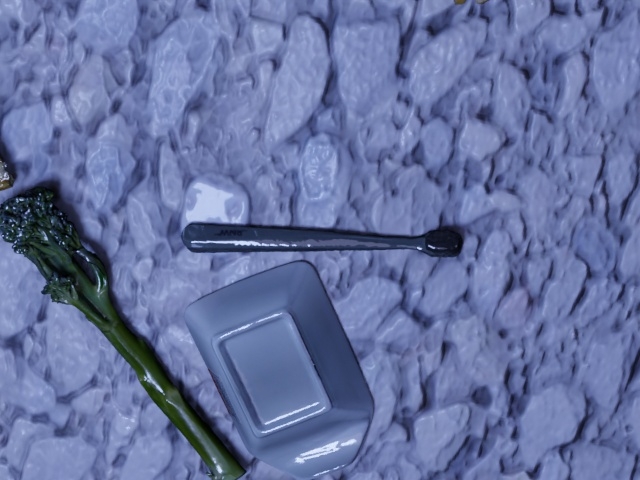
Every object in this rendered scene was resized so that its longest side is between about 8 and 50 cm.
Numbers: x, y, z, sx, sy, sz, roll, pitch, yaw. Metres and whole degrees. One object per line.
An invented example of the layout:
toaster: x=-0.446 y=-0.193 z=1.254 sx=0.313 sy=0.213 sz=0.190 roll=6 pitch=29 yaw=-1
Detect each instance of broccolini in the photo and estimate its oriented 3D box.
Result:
broccolini: x=-0.209 y=0.113 z=1.348 sx=0.392 sy=0.074 sz=0.079 roll=53 pitch=139 yaw=-8

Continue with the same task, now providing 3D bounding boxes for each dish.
dish: x=-0.038 y=0.153 z=1.362 sx=0.154 sy=0.064 sz=0.234 roll=-23 pitch=104 yaw=8

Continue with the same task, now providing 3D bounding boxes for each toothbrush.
toothbrush: x=0.000 y=0.000 z=1.338 sx=0.297 sy=0.030 sz=0.030 roll=1 pitch=79 yaw=4

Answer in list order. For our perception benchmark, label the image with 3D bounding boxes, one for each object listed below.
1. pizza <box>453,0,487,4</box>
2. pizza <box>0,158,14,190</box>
pizza: x=0.126 y=-0.325 z=1.225 sx=0.194 sy=0.069 sz=0.154 roll=35 pitch=104 yaw=0
pizza: x=-0.391 y=-0.101 z=1.326 sx=0.160 sy=0.036 sz=0.099 roll=13 pitch=106 yaw=-1
